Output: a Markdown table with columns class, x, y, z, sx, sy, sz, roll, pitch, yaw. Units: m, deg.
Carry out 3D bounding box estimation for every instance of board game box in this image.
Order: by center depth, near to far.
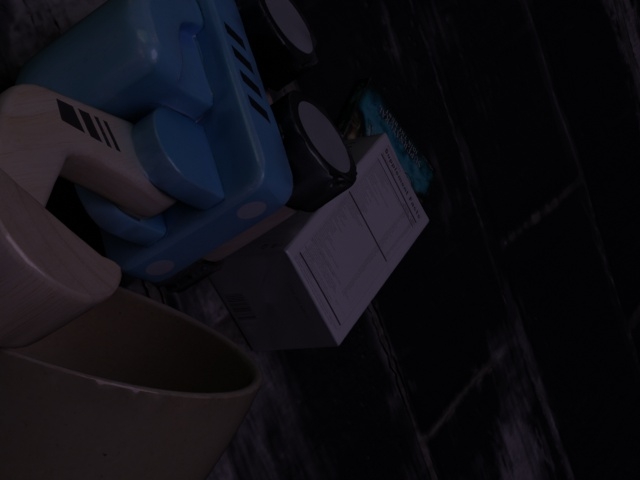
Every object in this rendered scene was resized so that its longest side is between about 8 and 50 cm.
| class | x | y | z | sx | sy | sz | roll | pitch | yaw |
| --- | --- | --- | --- | --- | --- | --- | --- | --- | --- |
| board game box | 0.086 | -0.110 | 1.597 | 0.186 | 0.026 | 0.126 | 50 | 49 | -34 |

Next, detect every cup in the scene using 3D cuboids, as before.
| class | x | y | z | sx | sy | sz | roll | pitch | yaw |
| --- | --- | --- | --- | --- | --- | --- | --- | --- | --- |
| cup | -0.242 | 0.165 | 0.972 | 0.331 | 0.331 | 0.237 | 12 | 101 | -49 |

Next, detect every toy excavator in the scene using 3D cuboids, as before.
| class | x | y | z | sx | sy | sz | roll | pitch | yaw |
| --- | --- | --- | --- | --- | --- | --- | --- | --- | --- |
| toy excavator | -0.170 | -0.083 | 0.992 | 0.445 | 0.222 | 0.433 | 25 | 40 | -53 |

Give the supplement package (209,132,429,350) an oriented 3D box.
| class | x | y | z | sx | sy | sz | roll | pitch | yaw |
| --- | --- | --- | --- | --- | --- | --- | --- | --- | --- |
| supplement package | 0.000 | 0.000 | 1.389 | 0.244 | 0.134 | 0.139 | -50 | 122 | -42 |
